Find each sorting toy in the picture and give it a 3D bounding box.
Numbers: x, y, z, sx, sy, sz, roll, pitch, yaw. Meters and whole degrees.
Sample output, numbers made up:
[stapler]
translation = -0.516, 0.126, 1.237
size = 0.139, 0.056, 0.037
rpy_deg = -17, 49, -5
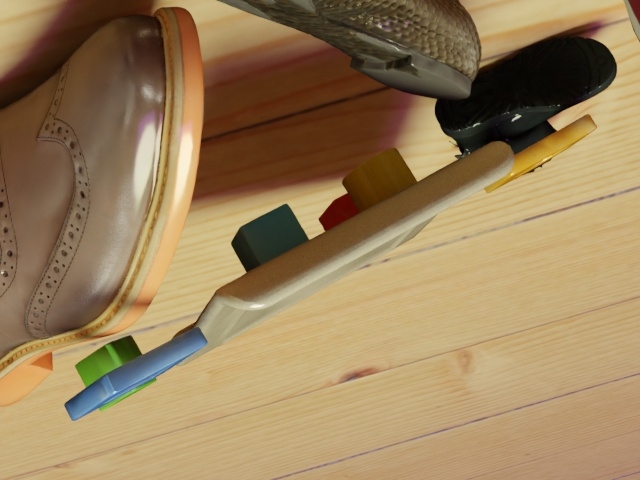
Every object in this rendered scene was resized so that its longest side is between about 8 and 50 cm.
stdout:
[sorting toy]
translation = 0.000, 0.000, 0.748
size = 0.347, 0.047, 0.196
rpy_deg = -28, 176, -21

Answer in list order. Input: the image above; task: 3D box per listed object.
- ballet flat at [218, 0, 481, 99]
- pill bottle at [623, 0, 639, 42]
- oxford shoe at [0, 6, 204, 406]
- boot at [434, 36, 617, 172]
[ballet flat]
translation = -0.001, -0.133, 0.631
size = 0.084, 0.058, 0.250
rpy_deg = 9, 171, 45
[pill bottle]
translation = 0.173, -0.131, 0.338
size = 0.224, 0.392, 0.224
rpy_deg = -13, 154, -7
[oxford shoe]
translation = -0.178, -0.003, 0.701
size = 0.133, 0.130, 0.363
rpy_deg = 10, 145, -32
[boot]
translation = 0.135, -0.078, 0.827
size = 0.121, 0.045, 0.099
rpy_deg = -20, 155, 15
